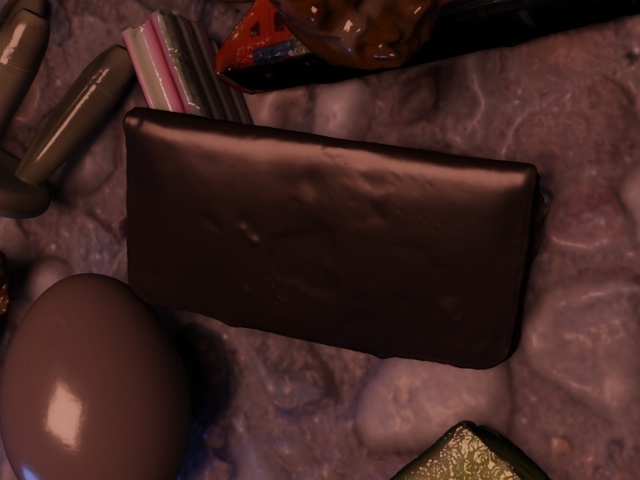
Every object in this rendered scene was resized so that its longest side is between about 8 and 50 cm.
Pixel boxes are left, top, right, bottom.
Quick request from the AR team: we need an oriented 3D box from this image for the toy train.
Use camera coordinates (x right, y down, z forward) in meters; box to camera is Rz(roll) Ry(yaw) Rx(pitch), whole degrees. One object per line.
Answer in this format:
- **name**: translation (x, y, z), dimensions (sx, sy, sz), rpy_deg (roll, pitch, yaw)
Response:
- **toy train**: translation (0.096, -0.205, 0.869), dimensions (0.409, 0.086, 0.089), rpy_deg (-9, 80, 25)

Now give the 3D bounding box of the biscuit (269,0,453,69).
- **biscuit**: translation (0.103, -0.284, 0.780), dimensions (0.366, 0.115, 0.268), rpy_deg (-33, 40, -3)

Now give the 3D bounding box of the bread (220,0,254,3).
- **bread**: translation (-0.078, -0.332, 0.935), dimensions (0.230, 0.123, 0.230), rpy_deg (-1, 88, 23)

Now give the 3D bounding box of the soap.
- **soap**: translation (-0.117, -0.133, 0.962), dimensions (0.056, 0.100, 0.149), rpy_deg (-26, 80, 25)

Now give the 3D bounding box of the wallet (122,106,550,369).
- **wallet**: translation (0.000, 0.000, 0.891), dimensions (0.377, 0.051, 0.197), rpy_deg (10, 113, 17)

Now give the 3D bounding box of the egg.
- **egg**: translation (-0.211, 0.146, 0.964), dimensions (0.176, 0.176, 0.232), rpy_deg (-16, 75, 24)

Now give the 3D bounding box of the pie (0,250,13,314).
- **pie**: translation (-0.464, 0.069, 1.126), dimensions (0.274, 0.105, 0.257), rpy_deg (34, 114, 23)

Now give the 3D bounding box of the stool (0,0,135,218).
- **stool**: translation (-0.325, -0.150, 1.011), dimensions (0.195, 0.195, 0.199), rpy_deg (31, 100, 23)

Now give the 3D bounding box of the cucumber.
- **cucumber**: translation (0.134, 0.218, 0.862), dimensions (0.115, 0.062, 0.116), rpy_deg (-44, 65, 17)
